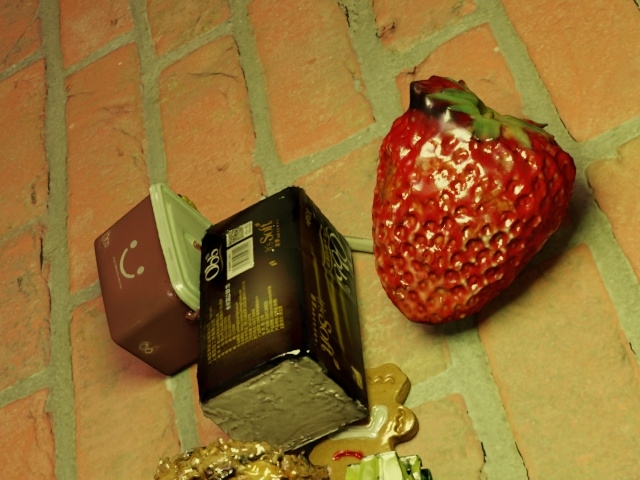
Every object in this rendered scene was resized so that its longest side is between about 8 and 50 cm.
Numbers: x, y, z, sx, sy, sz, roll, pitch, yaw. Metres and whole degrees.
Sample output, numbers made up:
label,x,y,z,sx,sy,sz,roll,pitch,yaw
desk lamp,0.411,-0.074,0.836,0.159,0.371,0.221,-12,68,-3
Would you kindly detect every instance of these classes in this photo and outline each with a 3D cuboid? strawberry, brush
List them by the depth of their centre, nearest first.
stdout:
label,x,y,z,sx,sy,sz,roll,pitch,yaw
strawberry,0.212,-0.058,1.831,0.292,0.291,0.310,58,140,46
brush,0.000,0.000,2.076,0.299,0.039,0.042,11,66,35

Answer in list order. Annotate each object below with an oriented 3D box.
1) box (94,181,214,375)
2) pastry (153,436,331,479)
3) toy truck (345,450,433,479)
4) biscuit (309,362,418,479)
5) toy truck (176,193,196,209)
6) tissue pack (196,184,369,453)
label,x,y,z,sx,sy,sz,roll,pitch,yaw
box,-0.257,0.071,2.085,0.167,0.193,0.294,-36,44,16
pastry,-0.103,0.368,1.600,0.275,0.275,0.193,-10,59,28
toy truck,0.091,0.388,1.607,0.128,0.135,0.260,-10,49,11
biscuit,0.050,0.289,1.803,0.184,0.035,0.249,-6,54,31
toy truck,-0.266,-0.045,2.275,0.083,0.049,0.054,-23,47,18
tissue pack,-0.068,0.114,1.882,0.210,0.198,0.370,-29,38,22
